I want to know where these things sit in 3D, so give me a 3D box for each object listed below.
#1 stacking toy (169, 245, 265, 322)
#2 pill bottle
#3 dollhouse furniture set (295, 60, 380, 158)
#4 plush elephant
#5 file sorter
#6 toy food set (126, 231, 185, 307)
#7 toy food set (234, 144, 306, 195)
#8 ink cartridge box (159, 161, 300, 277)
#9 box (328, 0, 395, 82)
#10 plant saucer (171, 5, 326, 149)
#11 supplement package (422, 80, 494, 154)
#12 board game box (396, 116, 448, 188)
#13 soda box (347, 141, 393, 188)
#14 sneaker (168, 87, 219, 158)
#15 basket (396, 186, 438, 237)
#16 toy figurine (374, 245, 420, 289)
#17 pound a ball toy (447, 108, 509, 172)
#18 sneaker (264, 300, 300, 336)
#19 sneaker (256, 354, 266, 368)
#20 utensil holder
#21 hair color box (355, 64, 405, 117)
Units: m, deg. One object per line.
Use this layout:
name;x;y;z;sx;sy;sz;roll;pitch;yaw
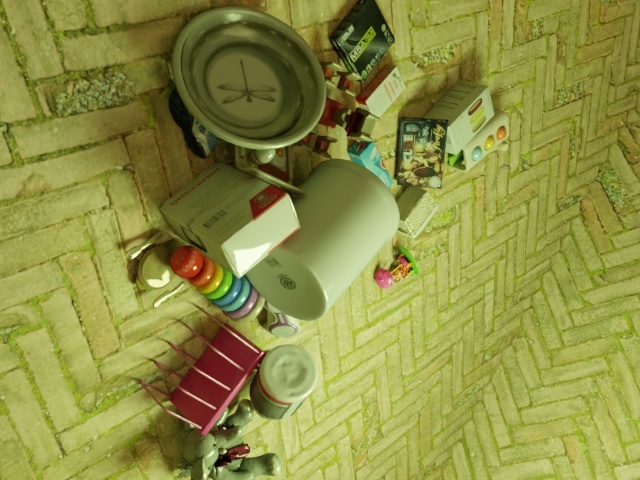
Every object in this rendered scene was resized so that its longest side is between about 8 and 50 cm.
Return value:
stacking toy;-0.301;0.117;1.786;0.141;0.141;0.330;-56;138;-8
pill bottle;-0.127;0.459;1.953;0.176;0.176;0.319;-31;163;-30
dollhouse furniture set;0.041;-0.387;1.917;0.259;0.135;0.262;16;98;-35
plush elephant;-0.319;0.639;1.937;0.329;0.272;0.255;-20;153;-8
file sorter;-0.353;0.368;1.822;0.291;0.202;0.182;-53;135;-11
toy food set;-0.454;0.076;1.709;0.132;0.038;0.192;-39;127;-34
toy food set;-0.126;-0.291;1.712;0.219;0.092;0.307;20;59;-47
ink cartridge box;-0.240;-0.064;1.644;0.226;0.306;0.131;-41;132;-21
box;0.132;-0.621;1.923;0.191;0.045;0.184;-53;138;-11
plant saucer;-0.185;-0.400;1.590;0.400;0.100;0.401;8;69;-22
supplement package;0.508;-0.456;2.299;0.244;0.133;0.139;-46;135;-18
board game box;0.360;-0.310;2.213;0.042;0.164;0.244;-63;156;-62
soda box;0.172;-0.250;2.125;0.071;0.067;0.210;-49;136;-14
sneaker;-0.325;-0.316;1.617;0.081;0.080;0.211;-47;145;-26
basket;0.340;-0.112;2.323;0.167;0.113;0.103;-51;132;-12
toy figurine;0.281;0.127;2.406;0.159;0.130;0.173;-34;156;-11
pound a ball toy;0.649;-0.375;2.473;0.319;0.135;0.208;-38;131;-24
sneaker;-0.118;0.207;2.029;0.305;0.114;0.152;90;5;-50
sneaker;-0.181;0.412;2.119;0.178;0.071;0.077;43;64;-52
utensil holder;0.000;0.000;1.830;0.385;0.327;0.328;-49;137;-34
hair color box;0.199;-0.485;2.048;0.167;0.053;0.093;-49;134;-13
